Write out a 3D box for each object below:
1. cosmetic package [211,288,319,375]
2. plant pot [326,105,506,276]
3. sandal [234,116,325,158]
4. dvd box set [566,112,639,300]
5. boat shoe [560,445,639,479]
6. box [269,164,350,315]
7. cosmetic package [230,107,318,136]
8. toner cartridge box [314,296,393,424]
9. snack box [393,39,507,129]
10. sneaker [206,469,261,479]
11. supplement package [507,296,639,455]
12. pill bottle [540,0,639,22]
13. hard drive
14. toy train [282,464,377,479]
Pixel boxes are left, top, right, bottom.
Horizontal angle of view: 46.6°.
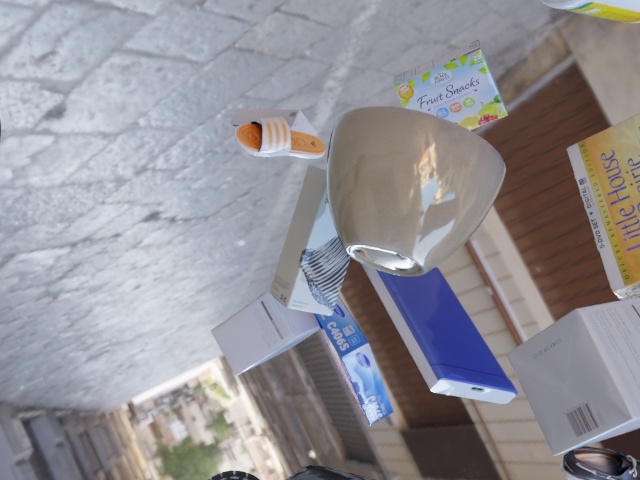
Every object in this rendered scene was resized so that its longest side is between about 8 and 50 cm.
[{"bbox_3d":[-0.109,0.207,1.870,0.225,0.138,0.224,-35,171,32],"label":"cosmetic package"},{"bbox_3d":[0.126,-0.054,1.167,0.284,0.190,0.284,17,165,5],"label":"plant pot"},{"bbox_3d":[-0.088,-0.263,1.834,0.265,0.102,0.076,-1,146,-36],"label":"sandal"},{"bbox_3d":[0.627,-0.113,1.168,0.421,0.307,0.062,-26,140,30],"label":"dvd box set"},{"bbox_3d":[0.356,0.273,0.893,0.046,0.125,0.038,-72,170,-48],"label":"boat shoe"},{"bbox_3d":[0.000,0.000,1.458,0.113,0.275,0.094,12,-170,-29],"label":"box"},{"bbox_3d":[-0.132,-0.315,2.071,0.239,0.060,0.099,10,159,39],"label":"cosmetic package"},{"bbox_3d":[0.083,0.297,1.813,0.075,0.165,0.347,-29,140,-7],"label":"toner cartridge box"},{"bbox_3d":[0.293,-0.328,1.683,0.207,0.174,0.070,-20,-151,18],"label":"snack box"},{"bbox_3d":[-0.252,0.632,1.747,0.300,0.121,0.111,-19,-149,17],"label":"sneaker"},{"bbox_3d":[0.381,0.153,0.905,0.244,0.133,0.139,-6,152,-30],"label":"supplement package"},{"bbox_3d":[0.355,-0.322,0.880,0.209,0.117,0.118,-4,162,-34],"label":"pill bottle"},{"bbox_3d":[0.210,0.150,1.363,0.210,0.318,0.040,17,122,-37],"label":"hard drive"},{"bbox_3d":[0.084,0.310,0.611,0.334,0.190,0.142,5,-173,34],"label":"toy train"}]
